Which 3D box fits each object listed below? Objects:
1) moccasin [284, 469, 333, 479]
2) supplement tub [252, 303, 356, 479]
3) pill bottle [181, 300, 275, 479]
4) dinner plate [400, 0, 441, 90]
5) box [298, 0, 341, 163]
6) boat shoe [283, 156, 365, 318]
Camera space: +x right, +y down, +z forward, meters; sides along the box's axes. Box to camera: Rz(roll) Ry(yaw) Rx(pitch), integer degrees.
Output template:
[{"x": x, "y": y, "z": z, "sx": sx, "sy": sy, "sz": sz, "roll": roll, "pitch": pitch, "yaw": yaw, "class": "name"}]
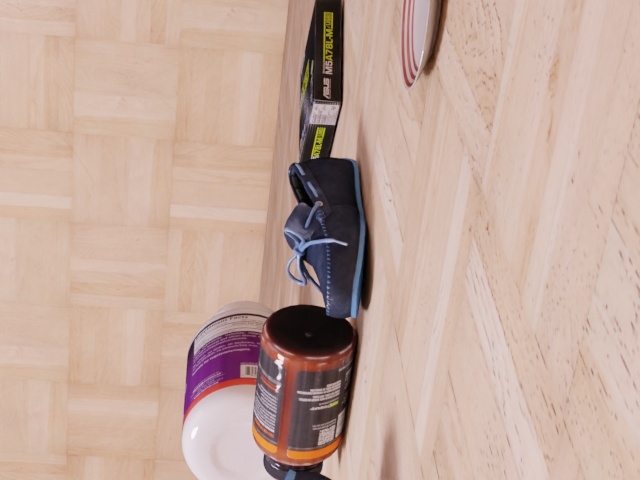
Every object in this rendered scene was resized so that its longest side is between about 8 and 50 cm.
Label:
[{"x": -0.007, "y": 0.372, "z": 1.118, "sx": 0.138, "sy": 0.117, "sz": 0.342, "roll": 83, "pitch": -167, "yaw": -74, "class": "moccasin"}, {"x": -0.022, "y": 0.176, "z": 1.455, "sx": 0.106, "sy": 0.106, "sz": 0.198, "roll": -95, "pitch": 11, "yaw": -58, "class": "supplement tub"}, {"x": -0.112, "y": 0.222, "z": 1.956, "sx": 0.323, "sy": 0.182, "sz": 0.181, "roll": -97, "pitch": 12, "yaw": -64, "class": "pill bottle"}, {"x": 0.084, "y": -0.194, "z": 1.084, "sx": 0.141, "sy": 0.017, "sz": 0.141, "roll": -176, "pitch": 90, "yaw": -85, "class": "dinner plate"}, {"x": -0.002, "y": -0.217, "z": 1.850, "sx": 0.190, "sy": 0.045, "sz": 0.184, "roll": 105, "pitch": 165, "yaw": -61, "class": "box"}, {"x": 0.000, "y": 0.000, "z": 1.435, "sx": 0.258, "sy": 0.089, "sz": 0.109, "roll": -96, "pitch": 11, "yaw": -60, "class": "boat shoe"}]
